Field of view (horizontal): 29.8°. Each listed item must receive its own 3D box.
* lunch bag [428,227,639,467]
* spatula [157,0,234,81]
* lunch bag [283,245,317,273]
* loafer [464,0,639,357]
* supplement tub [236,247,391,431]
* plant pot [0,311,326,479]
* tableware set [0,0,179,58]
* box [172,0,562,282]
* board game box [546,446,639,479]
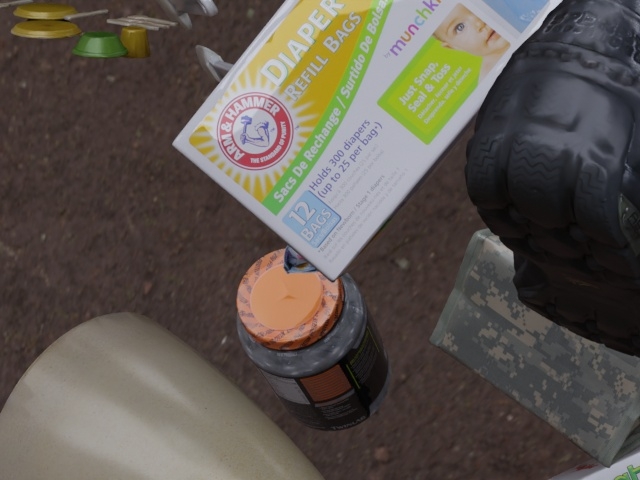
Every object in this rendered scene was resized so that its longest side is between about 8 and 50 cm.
[{"bbox_3d":[0.297,0.081,1.268,0.235,0.169,0.287,35,31,29],"label":"lunch bag"},{"bbox_3d":[-0.059,-0.115,0.834,0.019,0.242,0.168,-35,108,-6],"label":"spatula"},{"bbox_3d":[0.000,0.000,1.334,0.053,0.083,0.071,49,30,-4],"label":"lunch bag"},{"bbox_3d":[0.104,-0.012,0.411,0.076,0.223,0.078,21,79,24],"label":"loafer"},{"bbox_3d":[-0.011,0.150,1.818,0.193,0.316,0.193,-6,59,11],"label":"supplement tub"},{"bbox_3d":[-0.124,0.234,1.116,0.274,0.256,0.256,23,48,34],"label":"plant pot"},{"bbox_3d":[-0.186,-0.147,0.857,0.154,0.024,0.104,14,23,26],"label":"tableware set"},{"bbox_3d":[0.034,-0.091,0.638,0.114,0.103,0.203,39,96,4],"label":"box"},{"bbox_3d":[0.364,0.306,1.276,0.305,0.053,0.193,-23,93,-10],"label":"board game box"}]
